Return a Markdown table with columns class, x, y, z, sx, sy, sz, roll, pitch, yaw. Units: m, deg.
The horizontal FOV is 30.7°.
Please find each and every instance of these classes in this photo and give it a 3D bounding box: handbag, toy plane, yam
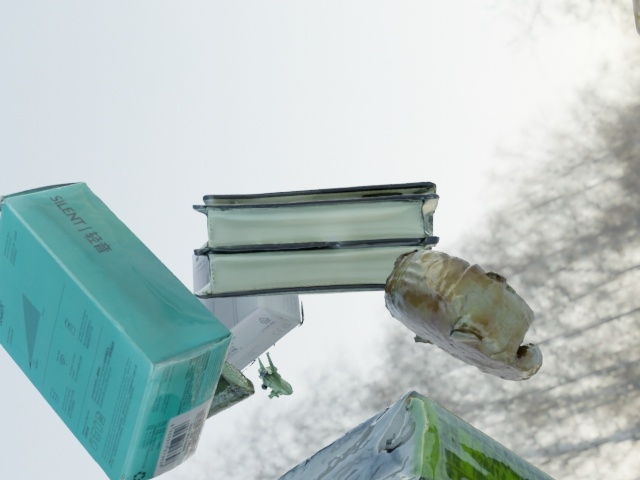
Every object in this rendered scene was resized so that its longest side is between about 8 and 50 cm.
| class | x | y | z | sx | sy | sz | roll | pitch | yaw |
| --- | --- | --- | --- | --- | --- | --- | --- | --- | --- |
| handbag | 0.000 | 0.000 | 1.748 | 0.237 | 0.359 | 0.160 | 26 | -118 | -86 |
| toy plane | -0.089 | 0.262 | 2.181 | 0.111 | 0.040 | 0.102 | 39 | 142 | 50 |
| yam | -0.155 | 0.192 | 1.432 | 0.069 | 0.146 | 0.069 | 55 | -163 | -26 |

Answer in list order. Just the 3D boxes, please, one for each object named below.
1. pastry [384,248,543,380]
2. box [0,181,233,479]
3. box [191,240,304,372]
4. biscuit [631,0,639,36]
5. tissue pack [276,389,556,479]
| class | x | y | z | sx | sy | sz | roll | pitch | yaw |
| --- | --- | --- | --- | --- | --- | --- | --- | --- | --- |
| pastry | 0.177 | 0.092 | 1.456 | 0.100 | 0.229 | 0.218 | -60 | -30 | -10 |
| box | -0.253 | 0.100 | 1.340 | 0.118 | 0.205 | 0.311 | -17 | -132 | -43 |
| box | -0.138 | 0.088 | 2.128 | 0.106 | 0.203 | 0.251 | 22 | -136 | -31 |
| biscuit | 0.403 | -0.366 | 1.404 | 0.160 | 0.030 | 0.249 | -143 | 40 | -74 |
| tissue pack | 0.117 | 0.300 | 0.875 | 0.394 | 0.288 | 0.124 | 36 | -146 | -23 |
